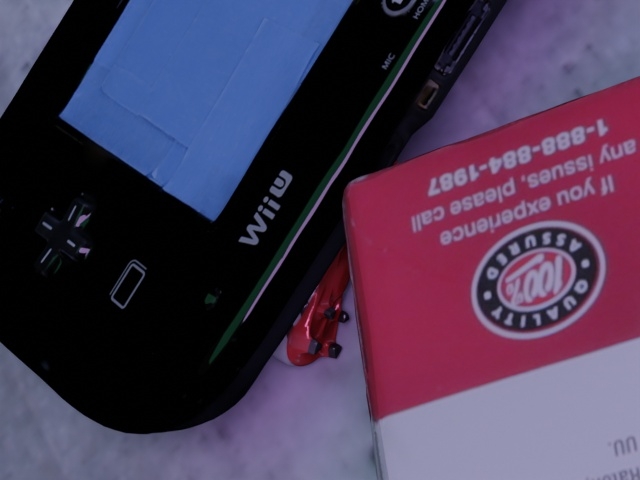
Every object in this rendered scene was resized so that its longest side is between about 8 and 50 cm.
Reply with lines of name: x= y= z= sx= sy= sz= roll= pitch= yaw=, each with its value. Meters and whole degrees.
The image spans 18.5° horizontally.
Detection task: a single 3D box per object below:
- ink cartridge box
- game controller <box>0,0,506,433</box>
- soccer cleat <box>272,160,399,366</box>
ink cartridge box: x=0.143 y=0.106 z=0.460 sx=0.226 sy=0.131 sz=0.306 roll=-17 pitch=66 yaw=24
game controller: x=-0.006 y=-0.092 z=0.638 sx=0.319 sy=0.067 sz=0.166 roll=-58 pitch=34 yaw=1
soccer cleat: x=0.000 y=0.000 z=0.640 sx=0.035 sy=0.029 sz=0.083 roll=20 pitch=88 yaw=29
